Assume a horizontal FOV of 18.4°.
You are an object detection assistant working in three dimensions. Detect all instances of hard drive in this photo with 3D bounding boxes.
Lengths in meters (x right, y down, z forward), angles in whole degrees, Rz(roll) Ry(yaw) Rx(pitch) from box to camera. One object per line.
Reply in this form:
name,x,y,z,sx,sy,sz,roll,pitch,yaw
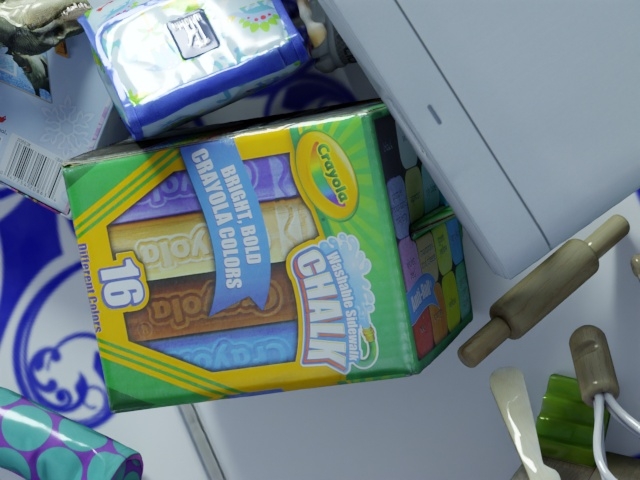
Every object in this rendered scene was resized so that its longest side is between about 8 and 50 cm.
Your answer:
hard drive,0.197,-0.170,1.244,0.353,0.047,0.233,-35,102,-6

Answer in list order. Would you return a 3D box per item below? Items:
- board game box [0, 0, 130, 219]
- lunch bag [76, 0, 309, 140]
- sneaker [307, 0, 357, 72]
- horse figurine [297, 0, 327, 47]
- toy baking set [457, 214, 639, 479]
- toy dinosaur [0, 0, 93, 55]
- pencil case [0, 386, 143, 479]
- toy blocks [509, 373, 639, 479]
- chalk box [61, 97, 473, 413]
board game box,-0.251,-0.227,1.458,0.318,0.066,0.318,27,106,11
lunch bag,-0.085,-0.127,1.335,0.128,0.151,0.096,-25,118,-5
sneaker,0.029,-0.203,1.381,0.074,0.063,0.170,0,101,13
horse figurine,0.046,-0.248,1.319,0.263,0.066,0.174,-27,93,-21
toy baking set,0.193,0.082,1.298,0.197,0.256,0.030,40,154,36
toy dinosaur,-0.295,-0.194,1.412,0.268,0.064,0.118,4,107,19
pencil case,-0.215,0.164,1.515,0.151,0.064,0.070,25,89,12
toy blocks,0.145,0.309,1.325,0.190,0.261,0.381,13,102,15
chalk box,0.000,0.000,1.360,0.289,0.180,0.179,-7,97,19
